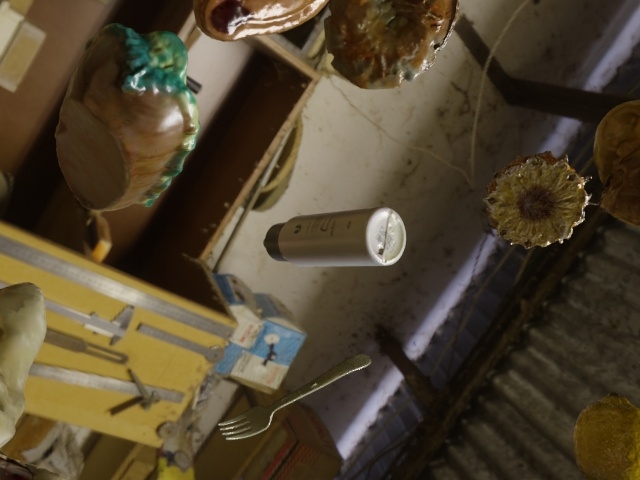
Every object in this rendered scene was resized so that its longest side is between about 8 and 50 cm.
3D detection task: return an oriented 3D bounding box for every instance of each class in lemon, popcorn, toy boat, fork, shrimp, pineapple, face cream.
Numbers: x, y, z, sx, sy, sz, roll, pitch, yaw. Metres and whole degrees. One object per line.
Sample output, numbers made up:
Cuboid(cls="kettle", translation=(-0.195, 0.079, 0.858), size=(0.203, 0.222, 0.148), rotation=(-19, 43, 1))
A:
Cuboid(cls="lemon", translation=(0.379, 0.261, 0.796), size=(0.109, 0.109, 0.133), rotation=(-5, -101, 54))
Cuboid(cls="popcorn", translation=(0.553, -0.076, 0.862), size=(0.316, 0.281, 0.297), rotation=(-10, -102, 13))
Cuboid(cls="toy boat", translation=(-0.171, -0.076, 0.537), size=(0.099, 0.108, 0.293), rotation=(-46, -174, -22))
Cuboid(cls="fork", translation=(-0.028, 0.199, 0.809), size=(0.219, 0.028, 0.034), rotation=(-24, -131, -22))
Cuboid(cls="shrimp", translation=(0.102, -0.318, 0.729), size=(0.062, 0.154, 0.294), rotation=(-41, 154, -62))
Cuboid(cls="pineapple", translation=(0.423, -0.074, 1.212), size=(0.221, 0.221, 0.047), rotation=(-43, -174, 27))
Cuboid(cls="face cream", translation=(0.000, 0.000, 1.039), size=(0.311, 0.092, 0.092), rotation=(-5, -119, 50))

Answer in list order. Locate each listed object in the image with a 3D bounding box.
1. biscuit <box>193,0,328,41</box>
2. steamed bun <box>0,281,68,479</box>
Cuboid(cls="biscuit", translation=(-0.118, -0.525, 0.896), size=(0.350, 0.455, 0.078), rotation=(-47, -142, -14))
Cuboid(cls="steamed bun", translation=(-0.225, 0.097, 0.293), size=(0.189, 0.247, 0.428), rotation=(-34, 174, -9))
